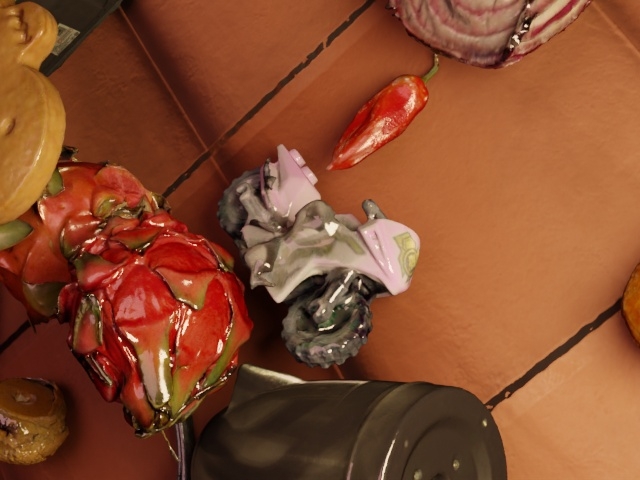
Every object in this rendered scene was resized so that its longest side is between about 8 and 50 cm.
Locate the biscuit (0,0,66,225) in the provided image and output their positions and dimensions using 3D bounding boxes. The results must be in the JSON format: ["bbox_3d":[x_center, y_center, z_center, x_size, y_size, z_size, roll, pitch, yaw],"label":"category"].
[{"bbox_3d":[-0.428,-0.175,1.566,0.275,0.052,0.355,-34,58,22],"label":"biscuit"}]

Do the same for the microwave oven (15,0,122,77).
[{"bbox_3d":[-0.440,-0.343,1.764,0.295,0.181,0.237,-41,63,18],"label":"microwave oven"}]

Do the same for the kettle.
[{"bbox_3d":[0.007,0.295,1.341,0.324,0.228,0.321,1,101,40],"label":"kettle"}]

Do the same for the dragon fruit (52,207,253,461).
[{"bbox_3d":[-0.186,0.110,1.401,0.233,0.234,0.293,-21,59,26],"label":"dragon fruit"}]

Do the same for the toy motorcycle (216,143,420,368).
[{"bbox_3d":[0.000,0.000,1.446,0.188,0.143,0.327,-36,44,4],"label":"toy motorcycle"}]

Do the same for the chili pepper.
[{"bbox_3d":[0.078,-0.143,1.463,0.191,0.050,0.059,-45,50,-10],"label":"chili pepper"}]

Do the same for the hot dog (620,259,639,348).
[{"bbox_3d":[0.394,0.026,1.214,0.227,0.099,0.160,-45,60,16],"label":"hot dog"}]

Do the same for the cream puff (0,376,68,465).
[{"bbox_3d":[-0.389,0.241,1.641,0.133,0.119,0.104,46,126,42],"label":"cream puff"}]

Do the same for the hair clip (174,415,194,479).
[{"bbox_3d":[-0.186,0.205,1.567,0.070,0.039,0.230,-25,68,23],"label":"hair clip"}]

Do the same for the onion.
[{"bbox_3d":[0.212,-0.348,1.399,0.280,0.146,0.314,37,108,46],"label":"onion"}]

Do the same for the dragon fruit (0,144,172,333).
[{"bbox_3d":[-0.308,-0.008,1.590,0.227,0.224,0.224,-40,61,26],"label":"dragon fruit"}]
